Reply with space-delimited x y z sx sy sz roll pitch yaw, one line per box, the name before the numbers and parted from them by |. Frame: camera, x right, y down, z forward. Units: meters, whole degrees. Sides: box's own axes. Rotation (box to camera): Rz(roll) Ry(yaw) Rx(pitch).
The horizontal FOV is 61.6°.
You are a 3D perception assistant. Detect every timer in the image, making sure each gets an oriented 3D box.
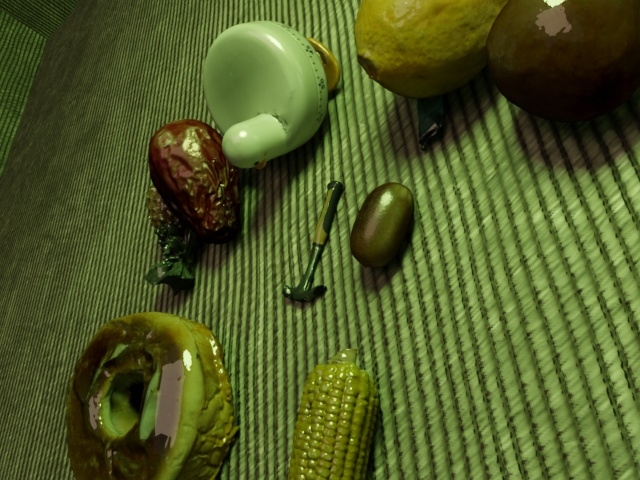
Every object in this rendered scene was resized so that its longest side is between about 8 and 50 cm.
timer | -0.109 -0.250 0.926 0.233 0.234 0.240 -11 16 40

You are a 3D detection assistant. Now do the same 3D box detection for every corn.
corn | 0.010 0.254 0.629 0.097 0.097 0.262 -5 65 43

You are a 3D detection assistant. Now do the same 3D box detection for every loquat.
loquat | 0.154 -0.299 0.733 0.234 0.176 0.187 -29 77 -4

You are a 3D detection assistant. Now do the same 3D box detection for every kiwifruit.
kiwifruit | 0.083 -0.021 0.735 0.075 0.075 0.125 20 86 48

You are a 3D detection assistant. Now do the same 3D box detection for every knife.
knife | 0.166 -0.268 0.828 0.044 0.026 0.297 -28 50 46

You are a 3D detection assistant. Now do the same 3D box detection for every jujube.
jujube | -0.225 -0.106 0.996 0.168 0.168 0.237 -29 80 30

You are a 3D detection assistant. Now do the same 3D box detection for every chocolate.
chocolate | 0.274 -0.210 0.594 0.176 0.176 0.177 -23 53 34

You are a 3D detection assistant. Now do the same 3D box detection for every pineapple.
pineapple | -0.292 -0.005 1.073 0.119 0.111 0.237 126 141 -51

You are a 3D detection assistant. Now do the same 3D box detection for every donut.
donut | -0.269 0.263 0.868 0.329 0.160 0.330 -12 71 37

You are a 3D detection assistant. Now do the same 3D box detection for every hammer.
hammer | 0.000 0.000 0.840 0.078 0.021 0.201 5 72 45
